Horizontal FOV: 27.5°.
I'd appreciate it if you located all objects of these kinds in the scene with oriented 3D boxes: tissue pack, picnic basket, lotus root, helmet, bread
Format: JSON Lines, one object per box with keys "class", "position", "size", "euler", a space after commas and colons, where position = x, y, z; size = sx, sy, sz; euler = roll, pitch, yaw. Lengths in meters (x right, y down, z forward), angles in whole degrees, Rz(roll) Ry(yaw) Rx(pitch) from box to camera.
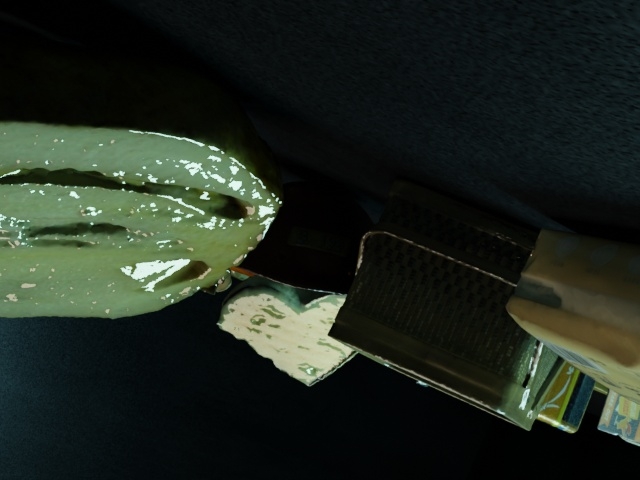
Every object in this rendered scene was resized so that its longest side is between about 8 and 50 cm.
{"class": "tissue pack", "position": [0.252, 0.069, 0.857], "size": [0.186, 0.090, 0.222], "euler": [28, 173, -24]}
{"class": "picnic basket", "position": [0.125, 0.061, 1.109], "size": [0.165, 0.139, 0.266], "euler": [23, 175, 17]}
{"class": "lotus root", "position": [-0.166, -0.063, 0.968], "size": [0.260, 0.149, 0.267], "euler": [-1, 151, -20]}
{"class": "helmet", "position": [0.000, 0.000, 1.271], "size": [0.175, 0.106, 0.155], "euler": [19, 179, -2]}
{"class": "bread", "position": [-0.008, 0.109, 1.644], "size": [0.232, 0.064, 0.172], "euler": [1, 128, 19]}

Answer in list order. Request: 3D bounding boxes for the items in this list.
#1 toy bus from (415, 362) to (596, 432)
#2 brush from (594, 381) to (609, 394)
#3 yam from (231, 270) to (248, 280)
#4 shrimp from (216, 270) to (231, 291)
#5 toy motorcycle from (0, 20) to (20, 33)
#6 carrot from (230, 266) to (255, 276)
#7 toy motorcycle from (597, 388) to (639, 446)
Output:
{"class": "toy bus", "position": [0.196, 0.125, 1.558], "size": [0.167, 0.138, 0.275], "euler": [24, 174, -28]}
{"class": "brush", "position": [0.303, 0.147, 1.816], "size": [0.233, 0.047, 0.103], "euler": [24, 176, 13]}
{"class": "yam", "position": [-0.167, -0.018, 1.966], "size": [0.194, 0.107, 0.107], "euler": [22, 175, 34]}
{"class": "shrimp", "position": [-0.205, -0.043, 1.814], "size": [0.178, 0.075, 0.289], "euler": [38, 168, 38]}
{"class": "toy motorcycle", "position": [-0.264, -0.142, 1.029], "size": [0.254, 0.092, 0.135], "euler": [16, 153, -37]}
{"class": "carrot", "position": [-0.006, 0.019, 1.736], "size": [0.307, 0.100, 0.258], "euler": [16, 176, -10]}
{"class": "toy motorcycle", "position": [0.495, 0.252, 1.688], "size": [0.263, 0.091, 0.157], "euler": [17, -178, 15]}
